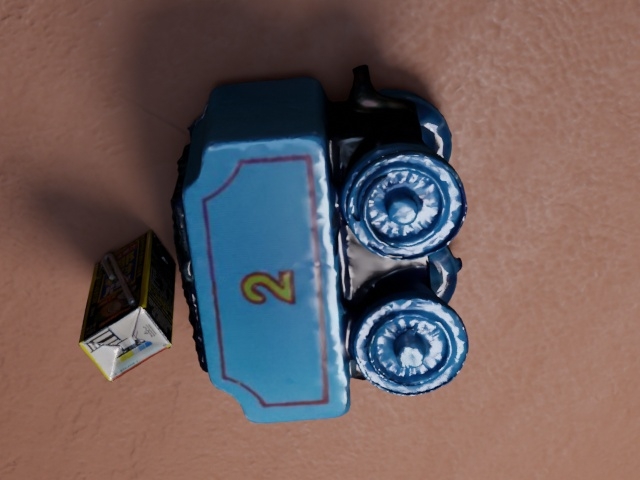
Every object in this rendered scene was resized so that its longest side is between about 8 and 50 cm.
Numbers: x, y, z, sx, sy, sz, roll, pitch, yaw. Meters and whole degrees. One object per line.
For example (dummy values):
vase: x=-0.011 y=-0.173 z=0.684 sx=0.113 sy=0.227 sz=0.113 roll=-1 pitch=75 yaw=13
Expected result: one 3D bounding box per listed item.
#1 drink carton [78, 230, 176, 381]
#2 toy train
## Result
drink carton: x=-0.176 y=0.055 z=1.273 sx=0.071 sy=0.165 sz=0.056 roll=-29 pitch=114 yaw=8
toy train: x=0.000 y=0.000 z=1.257 sx=0.265 sy=0.188 sz=0.300 roll=-5 pitch=117 yaw=2
